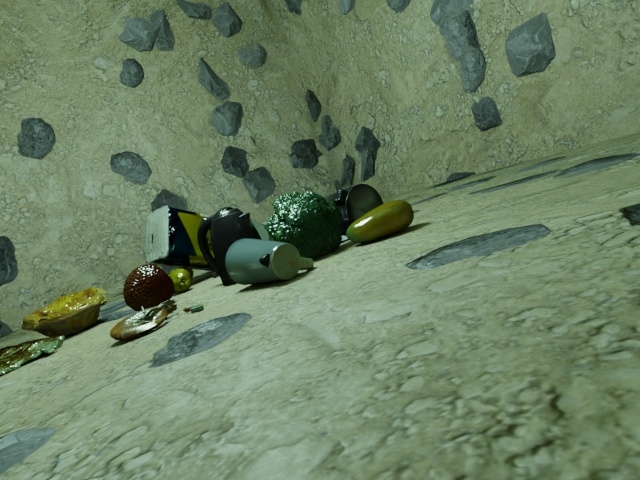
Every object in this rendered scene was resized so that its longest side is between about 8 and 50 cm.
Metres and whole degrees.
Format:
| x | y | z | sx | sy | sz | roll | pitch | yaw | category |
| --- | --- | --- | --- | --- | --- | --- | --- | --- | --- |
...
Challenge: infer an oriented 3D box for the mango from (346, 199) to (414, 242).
| x | y | z | sx | sy | sz | roll | pitch | yaw | category |
| --- | --- | --- | --- | --- | --- | --- | --- | --- | --- |
| 0.209 | -0.066 | 1.661 | 0.250 | 0.114 | 0.156 | -18 | 13 | -2 | mango |

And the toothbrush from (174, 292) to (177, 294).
| x | y | z | sx | sy | sz | roll | pitch | yaw | category |
| --- | --- | --- | --- | --- | --- | --- | --- | --- | --- |
| -0.699 | 0.256 | 2.072 | 0.131 | 0.013 | 0.011 | -21 | 16 | -26 | toothbrush |

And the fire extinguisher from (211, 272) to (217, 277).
| x | y | z | sx | sy | sz | roll | pitch | yaw | category |
| --- | --- | --- | --- | --- | --- | --- | --- | --- | --- |
| -0.476 | 0.154 | 2.218 | 0.100 | 0.032 | 0.046 | -23 | -7 | 23 | fire extinguisher |

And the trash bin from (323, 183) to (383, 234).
| x | y | z | sx | sy | sz | roll | pitch | yaw | category |
| --- | --- | --- | --- | --- | --- | --- | --- | --- | --- |
| 0.106 | -0.121 | 2.058 | 0.252 | 0.203 | 0.301 | 24 | -18 | -27 | trash bin |

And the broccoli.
| x | y | z | sx | sy | sz | roll | pitch | yaw | category |
| --- | --- | --- | --- | --- | --- | --- | --- | --- | --- |
| -0.057 | -0.048 | 1.780 | 0.307 | 0.308 | 0.275 | -20 | -32 | -10 | broccoli |

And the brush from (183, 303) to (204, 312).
| x | y | z | sx | sy | sz | roll | pitch | yaw | category |
| --- | --- | --- | --- | --- | --- | --- | --- | --- | --- |
| -0.399 | 0.214 | 1.455 | 0.083 | 0.019 | 0.021 | -14 | 17 | 29 | brush |

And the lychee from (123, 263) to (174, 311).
| x | y | z | sx | sy | sz | roll | pitch | yaw | category |
| --- | --- | --- | --- | --- | --- | --- | --- | --- | --- |
| -0.666 | 0.185 | 1.815 | 0.194 | 0.195 | 0.194 | -19 | 6 | 2 | lychee |

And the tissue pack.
| x | y | z | sx | sy | sz | roll | pitch | yaw | category |
| --- | --- | --- | --- | --- | --- | --- | --- | --- | --- |
| -0.634 | 0.006 | 2.354 | 0.253 | 0.264 | 0.416 | -17 | -20 | 41 | tissue pack |

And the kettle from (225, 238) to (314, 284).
| x | y | z | sx | sy | sz | roll | pitch | yaw | category |
| --- | --- | --- | --- | --- | --- | --- | --- | --- | --- |
| -0.158 | 0.074 | 1.540 | 0.210 | 0.160 | 0.243 | 14 | -11 | -41 | kettle |

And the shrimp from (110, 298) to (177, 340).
| x | y | z | sx | sy | sz | roll | pitch | yaw | category |
| --- | --- | --- | --- | --- | --- | --- | --- | --- | --- |
| -0.527 | 0.241 | 1.437 | 0.150 | 0.068 | 0.248 | -3 | 17 | 22 | shrimp |

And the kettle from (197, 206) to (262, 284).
| x | y | z | sx | sy | sz | roll | pitch | yaw | category |
| --- | --- | --- | --- | --- | --- | --- | --- | --- | --- |
| -0.361 | 0.018 | 1.856 | 0.268 | 0.291 | 0.207 | -18 | 7 | 20 | kettle |

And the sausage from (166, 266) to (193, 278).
| x | y | z | sx | sy | sz | roll | pitch | yaw | category |
| --- | --- | --- | --- | --- | --- | --- | --- | --- | --- |
| -0.695 | 0.187 | 2.216 | 0.108 | 0.109 | 0.270 | -17 | 3 | 20 | sausage |

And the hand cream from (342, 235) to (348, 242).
| x | y | z | sx | sy | sz | roll | pitch | yaw | category |
| --- | --- | --- | --- | --- | --- | --- | --- | --- | --- |
| 0.000 | 0.000 | 2.044 | 0.121 | 0.076 | 0.336 | -23 | 14 | -30 | hand cream |

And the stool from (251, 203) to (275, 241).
| x | y | z | sx | sy | sz | roll | pitch | yaw | category |
| --- | --- | --- | --- | --- | --- | --- | --- | --- | --- |
| -0.236 | -0.056 | 2.330 | 0.243 | 0.171 | 0.269 | -23 | 30 | -39 | stool |

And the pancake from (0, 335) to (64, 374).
| x | y | z | sx | sy | sz | roll | pitch | yaw | category |
| --- | --- | --- | --- | --- | --- | --- | --- | --- | --- |
| -1.094 | 0.427 | 1.588 | 0.426 | 0.067 | 0.304 | -23 | 14 | -41 | pancake |

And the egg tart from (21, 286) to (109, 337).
| x | y | z | sx | sy | sz | roll | pitch | yaw | category |
| --- | --- | --- | --- | --- | --- | --- | --- | --- | --- |
| -1.058 | 0.318 | 1.976 | 0.351 | 0.150 | 0.352 | -16 | 11 | 3 | egg tart |

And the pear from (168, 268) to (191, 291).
| x | y | z | sx | sy | sz | roll | pitch | yaw | category |
| --- | --- | --- | --- | --- | --- | --- | --- | --- | --- |
| -0.626 | 0.178 | 2.090 | 0.107 | 0.107 | 0.131 | -24 | 10 | -40 | pear |
